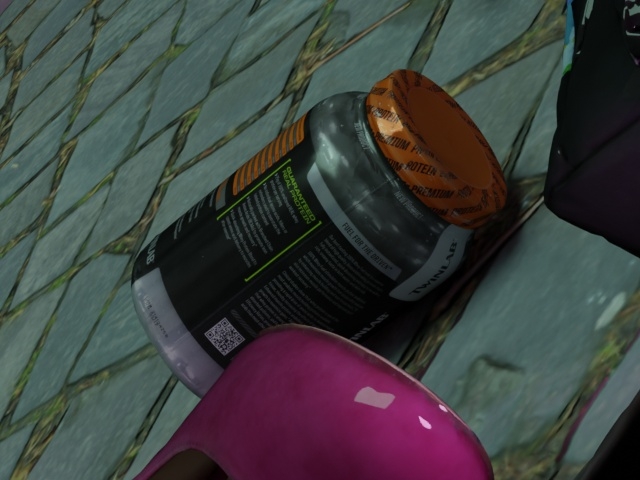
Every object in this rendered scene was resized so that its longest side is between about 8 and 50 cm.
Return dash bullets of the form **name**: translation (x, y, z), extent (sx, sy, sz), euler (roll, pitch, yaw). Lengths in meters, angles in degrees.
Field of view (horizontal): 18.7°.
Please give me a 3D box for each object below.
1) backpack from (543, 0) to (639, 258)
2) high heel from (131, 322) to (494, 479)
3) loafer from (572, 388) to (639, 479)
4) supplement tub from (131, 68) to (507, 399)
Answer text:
- **backpack**: translation (0.233, -0.179, 0.760), extent (0.290, 0.273, 0.355), euler (-36, 46, 35)
- **high heel**: translation (-0.054, 0.156, 0.832), extent (0.181, 0.127, 0.377), euler (-48, 0, -25)
- **loafer**: translation (0.078, 0.133, 0.682), extent (0.302, 0.095, 0.109), euler (-47, 21, 3)
- **supplement tub**: translation (0.000, 0.000, 1.042), extent (0.190, 0.117, 0.117), euler (-37, 23, 26)
